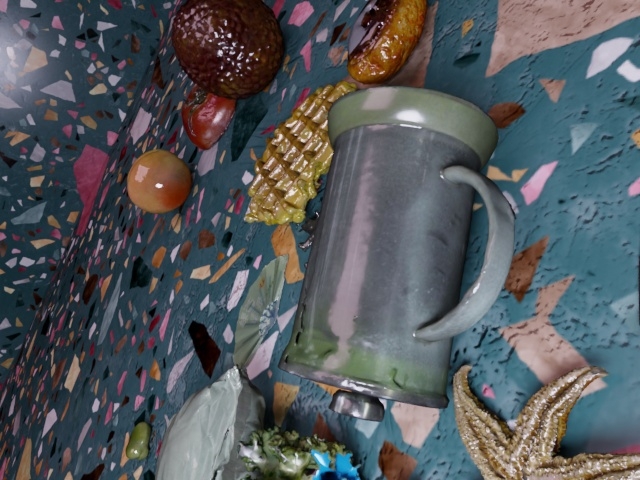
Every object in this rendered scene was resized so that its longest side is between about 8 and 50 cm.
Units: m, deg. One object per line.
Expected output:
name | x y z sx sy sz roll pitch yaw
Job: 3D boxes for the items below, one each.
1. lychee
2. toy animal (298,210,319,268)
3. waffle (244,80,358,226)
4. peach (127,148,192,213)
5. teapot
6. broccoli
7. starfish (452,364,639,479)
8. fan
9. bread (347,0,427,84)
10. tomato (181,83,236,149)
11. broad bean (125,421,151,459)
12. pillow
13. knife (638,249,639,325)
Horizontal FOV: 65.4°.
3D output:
lychee | -0.218 -0.458 1.179 0.261 0.261 0.260 -30 49 41
toy animal | 0.000 0.000 0.801 0.065 0.047 0.135 -47 33 18
waffle | -0.035 -0.156 0.915 0.301 0.058 0.281 -37 41 32
peach | -0.447 -0.160 1.383 0.184 0.184 0.184 -30 49 41
teapot | 0.088 0.024 0.536 0.270 0.201 0.336 -7 68 58
broccoli | -0.031 0.293 0.577 0.155 0.160 0.167 -30 65 18
starfish | 0.181 0.207 0.443 0.227 0.043 0.240 -48 35 21
fan | -0.115 0.132 0.914 0.131 0.009 0.240 18 86 58
bread | 0.121 -0.367 0.821 0.139 0.095 0.268 -12 48 48
tomato | -0.324 -0.380 1.407 0.228 0.101 0.227 -28 50 39
broad bean | -0.394 0.436 1.082 0.063 0.045 0.083 -45 32 26
pillow | -0.176 0.360 0.727 0.283 0.138 0.309 -51 29 45
knife | 0.298 0.046 0.404 0.072 0.019 0.245 -14 57 54
